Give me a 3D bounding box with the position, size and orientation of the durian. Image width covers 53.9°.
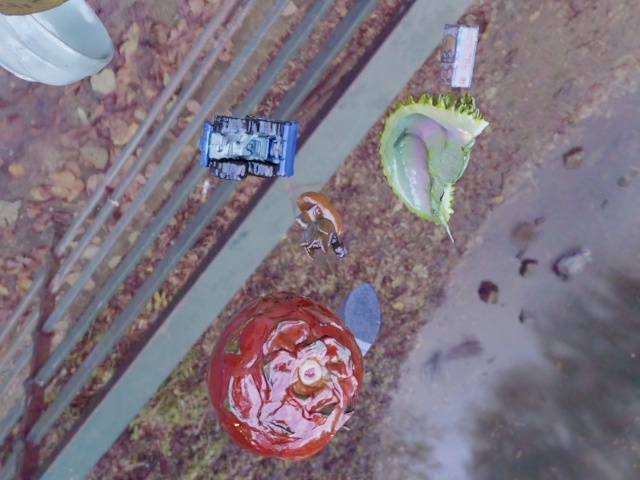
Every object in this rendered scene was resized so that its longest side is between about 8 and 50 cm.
[{"bbox_3d":[0.192,-0.144,1.112,0.157,0.170,0.356,-8,152,-2],"label":"durian"}]

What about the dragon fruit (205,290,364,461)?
[{"bbox_3d":[-0.049,0.188,0.899,0.240,0.252,0.241,-8,117,-17],"label":"dragon fruit"}]

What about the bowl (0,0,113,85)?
[{"bbox_3d":[-0.592,-0.445,1.297,0.163,0.307,0.307,-37,126,19],"label":"bowl"}]

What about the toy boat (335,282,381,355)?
[{"bbox_3d":[0.111,0.228,1.870,0.127,0.283,0.078,24,126,-5],"label":"toy boat"}]

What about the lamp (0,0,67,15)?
[{"bbox_3d":[-0.266,-0.280,0.547,0.161,0.185,0.162,-13,108,-42],"label":"lamp"}]

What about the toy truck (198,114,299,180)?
[{"bbox_3d":[-0.138,-0.179,1.197,0.208,0.126,0.113,-7,109,-50],"label":"toy truck"}]

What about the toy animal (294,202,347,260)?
[{"bbox_3d":[0.000,0.000,1.713,0.089,0.188,0.179,-29,105,32],"label":"toy animal"}]

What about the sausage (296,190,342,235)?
[{"bbox_3d":[-0.002,-0.079,1.826,0.089,0.089,0.179,-37,122,6],"label":"sausage"}]

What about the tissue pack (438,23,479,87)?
[{"bbox_3d":[0.363,-0.492,1.669,0.065,0.116,0.155,1,111,-9],"label":"tissue pack"}]
